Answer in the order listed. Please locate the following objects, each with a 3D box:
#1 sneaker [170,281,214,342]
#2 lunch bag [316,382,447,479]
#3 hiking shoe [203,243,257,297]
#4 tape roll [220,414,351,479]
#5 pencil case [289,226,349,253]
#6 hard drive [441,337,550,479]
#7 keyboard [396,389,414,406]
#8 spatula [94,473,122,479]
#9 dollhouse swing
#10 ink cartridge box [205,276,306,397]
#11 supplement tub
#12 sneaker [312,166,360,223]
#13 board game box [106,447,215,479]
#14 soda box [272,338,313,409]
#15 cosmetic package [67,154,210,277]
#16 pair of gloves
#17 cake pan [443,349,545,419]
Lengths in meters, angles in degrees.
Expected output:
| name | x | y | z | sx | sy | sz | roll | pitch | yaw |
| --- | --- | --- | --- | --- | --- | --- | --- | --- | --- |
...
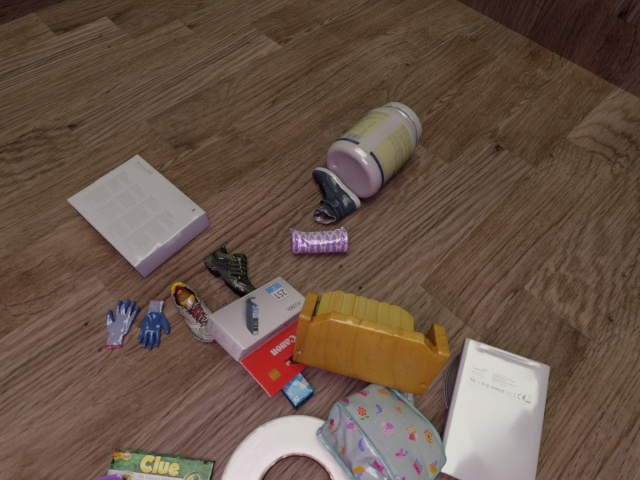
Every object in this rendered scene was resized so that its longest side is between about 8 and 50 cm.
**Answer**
| name | x | y | z | sx | sy | sz | roll | pitch | yaw |
| --- | --- | --- | --- | --- | --- | --- | --- | --- | --- |
| sneaker | -0.383 | 0.216 | 1.232 | 0.225 | 0.092 | 0.088 | 41 | 66 | 19 |
| lunch bag | 0.159 | 0.498 | 0.997 | 0.262 | 0.160 | 0.223 | 42 | 29 | 29 |
| hiking shoe | -0.268 | 0.095 | 1.313 | 0.227 | 0.086 | 0.114 | 35 | 67 | 18 |
| tape roll | -0.058 | 0.643 | 1.011 | 0.392 | 0.072 | 0.391 | 2 | 60 | -3 |
| pencil case | 0.000 | 0.000 | 1.381 | 0.206 | 0.086 | 0.088 | -3 | 94 | -6 |
| hard drive | 0.461 | 0.468 | 1.086 | 0.233 | 0.047 | 0.353 | 18 | 66 | 10 |
| keyboard | 0.229 | 0.527 | 1.127 | 0.072 | 0.014 | 0.256 | 3 | 60 | -1 |
| spatula | -0.500 | 0.714 | 0.953 | 0.084 | 0.030 | 0.296 | -11 | 67 | 0 |
| dollhouse swing | 0.137 | 0.200 | 1.104 | 0.347 | 0.315 | 0.305 | 14 | 47 | 5 |
| ink cartridge box | -0.126 | 0.254 | 1.164 | 0.261 | 0.066 | 0.296 | 39 | 36 | 18 |
| supplement tub | 0.202 | -0.338 | 1.505 | 0.235 | 0.235 | 0.325 | 37 | 64 | 17 |
| sneaker | 0.012 | -0.160 | 1.477 | 0.163 | 0.086 | 0.226 | -37 | 69 | -24 |
| board game box | -0.411 | 0.616 | 1.034 | 0.260 | 0.030 | 0.136 | 6 | 58 | 1 |
| soda box | -0.110 | 0.372 | 1.166 | 0.067 | 0.071 | 0.210 | -36 | 67 | -21 |
| cosmetic package | -0.617 | -0.095 | 1.401 | 0.377 | 0.097 | 0.284 | 38 | 67 | 18 |
| pair of gloves | -0.555 | 0.253 | 1.244 | 0.198 | 0.023 | 0.159 | 1 | 61 | -2 |
| cake pan | 0.504 | 0.442 | 1.168 | 0.293 | 0.054 | 0.293 | 1 | 60 | -2 |
